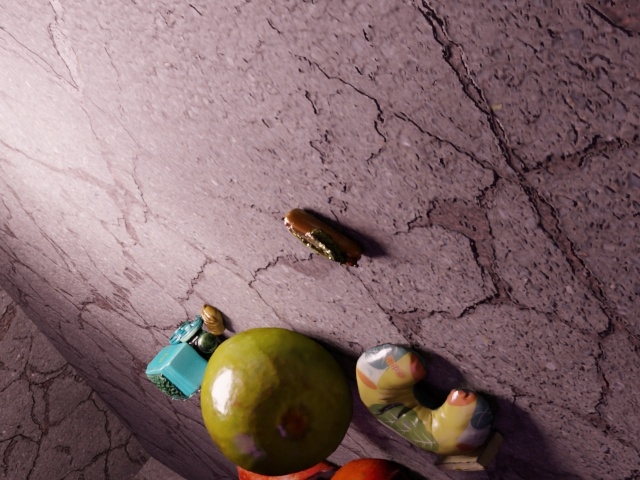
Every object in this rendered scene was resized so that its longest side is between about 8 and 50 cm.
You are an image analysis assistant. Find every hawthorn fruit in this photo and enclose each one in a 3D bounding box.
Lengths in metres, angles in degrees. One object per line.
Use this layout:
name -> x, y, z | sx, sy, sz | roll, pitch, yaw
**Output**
hawthorn fruit -> 0.092, 0.617, 1.822 | 0.265, 0.307, 0.265 | 34, 151, 22

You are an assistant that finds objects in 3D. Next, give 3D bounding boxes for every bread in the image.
bread -> 0.244, 0.349, 1.432 | 0.028, 0.068, 0.154 | 43, 155, -5
bread -> -0.224, 0.167, 1.802 | 0.049, 0.033, 0.088 | 35, 157, 22

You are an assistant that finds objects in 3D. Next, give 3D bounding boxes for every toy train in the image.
toy train -> -0.292, 0.262, 1.903 | 0.112, 0.163, 0.203 | 44, 155, -9

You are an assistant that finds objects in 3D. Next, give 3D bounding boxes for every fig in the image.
fig -> -0.097, 0.278, 1.572 | 0.258, 0.258, 0.326 | 52, 165, -27

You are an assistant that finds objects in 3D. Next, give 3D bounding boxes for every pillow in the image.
pillow -> 0.160, 0.251, 1.379 | 0.233, 0.086, 0.214 | 36, 145, 12

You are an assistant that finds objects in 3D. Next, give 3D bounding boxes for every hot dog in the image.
hot dog -> 0.000, 0.000, 1.197 | 0.133, 0.041, 0.056 | 30, 154, 18

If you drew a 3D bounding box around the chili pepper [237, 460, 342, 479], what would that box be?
chili pepper -> -0.086, 0.631, 2.188 | 0.305, 0.229, 0.251 | 15, 163, 40
